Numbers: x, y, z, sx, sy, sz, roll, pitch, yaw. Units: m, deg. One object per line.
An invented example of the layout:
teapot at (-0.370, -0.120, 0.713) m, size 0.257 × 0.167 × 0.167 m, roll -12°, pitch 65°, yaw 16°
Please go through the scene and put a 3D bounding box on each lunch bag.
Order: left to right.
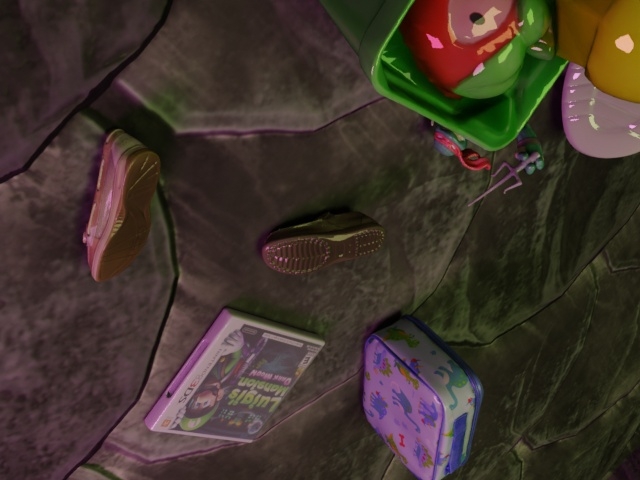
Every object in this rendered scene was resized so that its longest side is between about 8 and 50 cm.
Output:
lunch bag at (0.142, 0.229, 1.270) m, size 0.090 × 0.176 × 0.219 m, roll -26°, pitch 138°, yaw -25°

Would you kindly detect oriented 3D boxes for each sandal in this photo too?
sandal at (0.415, -0.289, 1.118) m, size 0.102 × 0.169 × 0.416 m, roll -68°, pitch 168°, yaw -51°

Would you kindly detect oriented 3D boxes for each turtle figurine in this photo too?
turtle figurine at (0.192, -0.167, 1.014) m, size 0.175 × 0.118 × 0.234 m, roll 37°, pitch 95°, yaw -12°

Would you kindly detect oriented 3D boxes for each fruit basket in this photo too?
fruit basket at (0.225, -0.238, 0.770) m, size 0.283 × 0.392 × 0.392 m, roll 16°, pitch 112°, yaw -50°

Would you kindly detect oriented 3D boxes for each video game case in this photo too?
video game case at (-0.100, 0.172, 1.109) m, size 0.173 × 0.022 × 0.190 m, roll -54°, pitch 143°, yaw 10°

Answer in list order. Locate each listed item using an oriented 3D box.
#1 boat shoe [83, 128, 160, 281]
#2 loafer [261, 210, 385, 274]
boat shoe at (-0.189, -0.029, 0.827) m, size 0.056 × 0.048 × 0.153 m, roll -26°, pitch 147°, yaw -44°
loafer at (0.000, 0.000, 1.030) m, size 0.148 × 0.050 × 0.056 m, roll -7°, pitch 126°, yaw -21°
